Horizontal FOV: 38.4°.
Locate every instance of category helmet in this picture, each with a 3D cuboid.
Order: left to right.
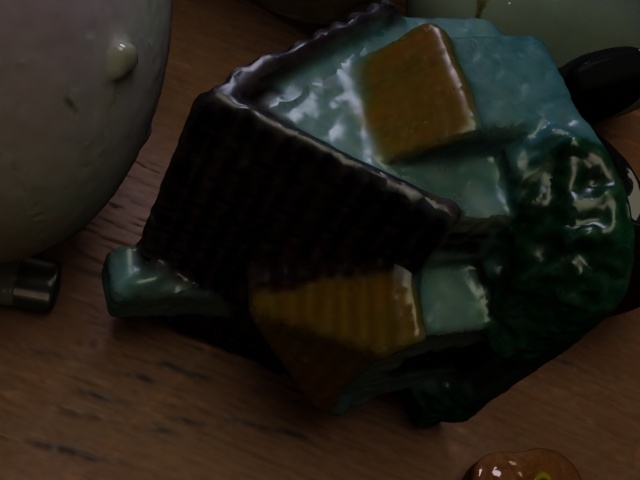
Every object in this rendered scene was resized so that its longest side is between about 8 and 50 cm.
[{"bbox_3d":[0.208,-0.034,0.723,0.216,0.193,0.189,20,44,-57],"label":"helmet"}]

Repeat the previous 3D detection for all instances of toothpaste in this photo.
[{"bbox_3d":[-0.305,0.011,0.646,0.239,0.039,0.062,11,66,-7],"label":"toothpaste"}]

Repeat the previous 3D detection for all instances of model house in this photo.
[{"bbox_3d":[0.000,0.000,0.594,0.248,0.280,0.230,-6,62,-25],"label":"model house"}]

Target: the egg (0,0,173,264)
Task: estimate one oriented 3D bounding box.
[{"bbox_3d":[-0.249,-0.148,0.590,0.354,0.354,0.340,-29,96,-28],"label":"egg"}]

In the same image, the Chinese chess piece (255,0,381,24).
[{"bbox_3d":[-0.029,-0.297,0.771,0.249,0.250,0.103,31,71,3],"label":"Chinese chess piece"}]

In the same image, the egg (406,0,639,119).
[{"bbox_3d":[0.202,-0.194,0.820,0.264,0.183,0.183,16,58,-17],"label":"egg"}]

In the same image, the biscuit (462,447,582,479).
[{"bbox_3d":[0.119,0.292,0.603,0.202,0.047,0.334,42,60,9],"label":"biscuit"}]
